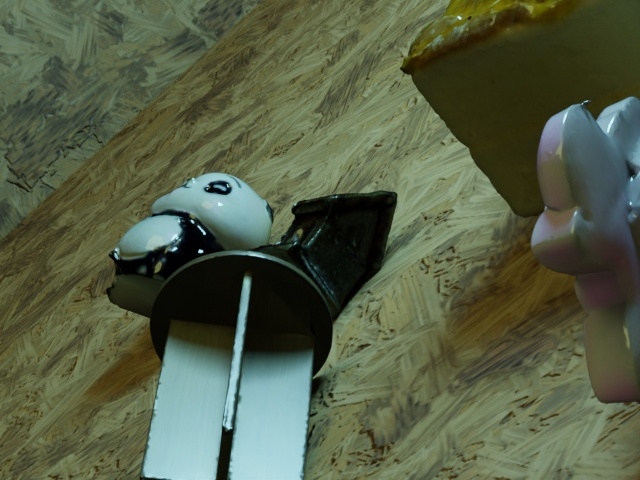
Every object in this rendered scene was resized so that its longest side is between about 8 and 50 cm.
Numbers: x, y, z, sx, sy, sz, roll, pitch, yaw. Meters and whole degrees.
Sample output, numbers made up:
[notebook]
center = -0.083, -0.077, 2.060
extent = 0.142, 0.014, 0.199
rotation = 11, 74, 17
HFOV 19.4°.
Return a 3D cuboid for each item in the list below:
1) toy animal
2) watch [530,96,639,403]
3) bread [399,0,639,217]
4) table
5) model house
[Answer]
[toy animal]
center = -0.146, 0.002, 2.099
extent = 0.166, 0.138, 0.179
rotation = 8, 53, 47
[watch]
center = 0.275, -0.032, 1.215
extent = 0.217, 0.211, 0.248
rotation = -20, 16, 29
[bread]
center = 0.265, -0.190, 1.592
extent = 0.279, 0.207, 0.279
rotation = -20, 25, 46
[table]
center = -0.076, 0.140, 1.595
extent = 0.167, 0.167, 0.227
rotation = -33, 27, 22
[model house]
center = -0.004, 0.001, 1.848
extent = 0.152, 0.106, 0.165
rotation = -50, 24, -26
